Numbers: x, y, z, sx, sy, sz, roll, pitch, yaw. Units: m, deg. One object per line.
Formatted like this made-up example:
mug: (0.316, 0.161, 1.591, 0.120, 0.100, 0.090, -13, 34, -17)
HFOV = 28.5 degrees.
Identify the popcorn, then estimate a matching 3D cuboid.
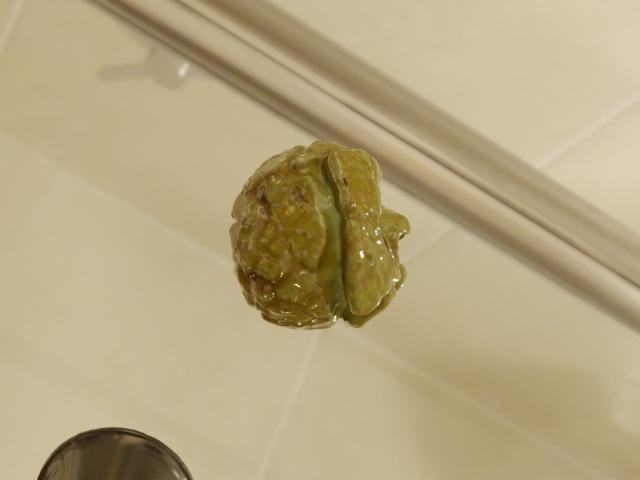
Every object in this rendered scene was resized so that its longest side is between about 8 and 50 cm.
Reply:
popcorn: (-0.003, -0.008, 1.787, 0.282, 0.282, 0.247, -57, 155, 10)

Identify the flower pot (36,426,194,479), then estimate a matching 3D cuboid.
flower pot: (-0.323, 0.436, 1.905, 0.269, 0.269, 0.166, -56, -174, 14)
